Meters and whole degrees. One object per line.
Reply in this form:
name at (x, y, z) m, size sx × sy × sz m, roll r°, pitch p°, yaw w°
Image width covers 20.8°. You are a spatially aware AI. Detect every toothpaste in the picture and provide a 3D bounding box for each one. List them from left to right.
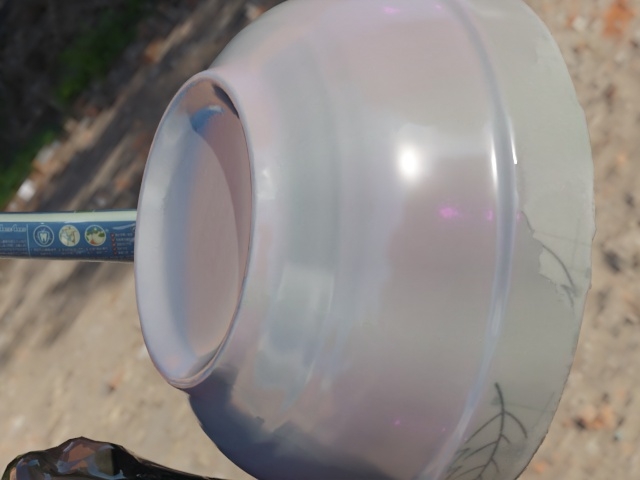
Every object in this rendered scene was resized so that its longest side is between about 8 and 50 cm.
toothpaste at (-0.202, -0.003, 1.359) m, size 0.035 × 0.197 × 0.057 m, roll -79°, pitch -14°, yaw -52°

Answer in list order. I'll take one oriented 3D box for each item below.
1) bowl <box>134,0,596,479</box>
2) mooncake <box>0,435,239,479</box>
bowl at (0.000, 0.000, 0.875) m, size 0.287 × 0.144 × 0.287 m, roll -20°, pitch 68°, yaw 61°
mooncake at (-0.122, 0.282, 0.993) m, size 0.381 × 0.212 × 0.350 m, roll -19°, pitch 53°, yaw 69°
